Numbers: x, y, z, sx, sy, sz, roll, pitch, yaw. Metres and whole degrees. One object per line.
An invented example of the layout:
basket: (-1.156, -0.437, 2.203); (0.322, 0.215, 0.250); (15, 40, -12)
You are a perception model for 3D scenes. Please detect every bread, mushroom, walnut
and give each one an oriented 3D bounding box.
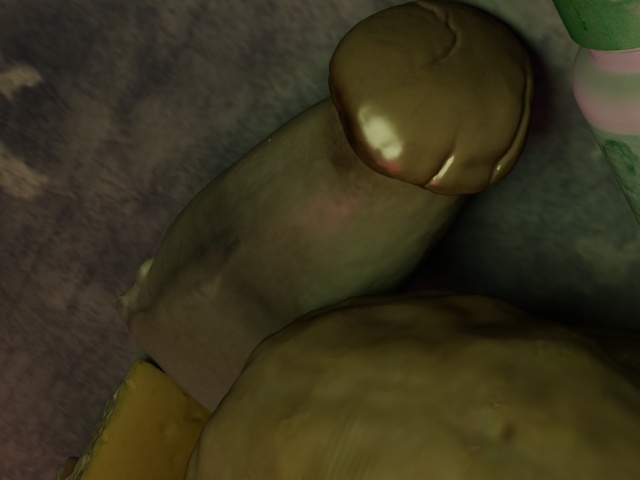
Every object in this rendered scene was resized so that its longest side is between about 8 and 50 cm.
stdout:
bread: (-0.133, 0.257, 1.499); (0.211, 0.224, 0.183); (33, 149, -13)
mushroom: (-0.008, -0.005, 1.183); (0.154, 0.137, 0.407); (42, 140, 6)
walnut: (0.103, 0.195, 1.069); (0.381, 0.381, 0.381); (20, 140, 17)

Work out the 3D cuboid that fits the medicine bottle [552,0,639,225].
medicine bottle: (0.217, -0.054, 0.970); (0.133, 0.133, 0.274); (-5, 128, 39)
